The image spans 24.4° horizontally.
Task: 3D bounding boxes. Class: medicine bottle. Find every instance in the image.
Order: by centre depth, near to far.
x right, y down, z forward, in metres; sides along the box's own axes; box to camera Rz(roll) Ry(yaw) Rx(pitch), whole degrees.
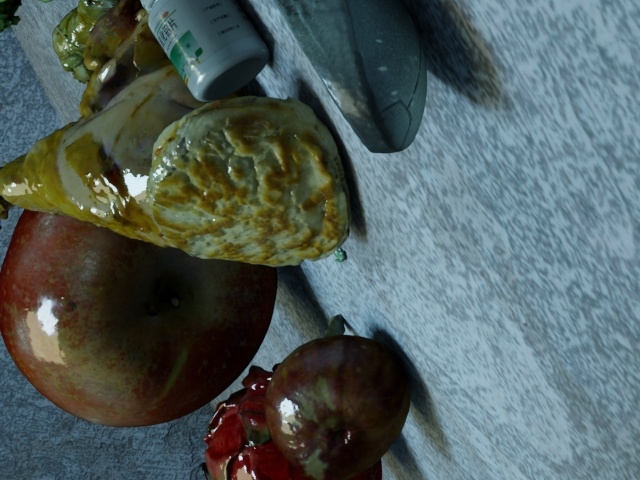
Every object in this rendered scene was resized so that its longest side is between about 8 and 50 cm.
[{"bbox_3d":[-0.111,-0.197,1.325,0.130,0.080,0.080,56,168,12],"label":"medicine bottle"}]

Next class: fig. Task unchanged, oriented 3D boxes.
[{"bbox_3d":[0.030,0.162,1.574,0.143,0.160,0.231,32,-163,10],"label":"fig"}]

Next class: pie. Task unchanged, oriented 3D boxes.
[{"bbox_3d":[-0.063,-0.050,1.328,0.205,0.178,0.084,75,-169,-55],"label":"pie"}]

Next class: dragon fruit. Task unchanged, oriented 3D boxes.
[{"bbox_3d":[-0.031,0.286,1.782,0.234,0.233,0.293,174,98,-78],"label":"dragon fruit"}]

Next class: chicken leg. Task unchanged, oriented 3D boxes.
[{"bbox_3d":[-0.218,-0.118,1.556,0.182,0.409,0.295,11,-108,-53],"label":"chicken leg"},{"bbox_3d":[-0.290,-0.266,1.881,0.228,0.103,0.088,111,143,-71],"label":"chicken leg"}]

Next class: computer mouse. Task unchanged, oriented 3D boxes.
[{"bbox_3d":[0.017,-0.145,0.951,0.113,0.068,0.229,52,-172,-47],"label":"computer mouse"}]

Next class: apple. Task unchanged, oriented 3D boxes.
[{"bbox_3d":[-0.222,0.054,1.776,0.277,0.348,0.348,10,132,57],"label":"apple"}]

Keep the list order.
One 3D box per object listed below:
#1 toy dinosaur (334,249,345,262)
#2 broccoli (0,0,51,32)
[{"bbox_3d":[0.000,0.000,1.514,0.062,0.021,0.083,46,167,-1],"label":"toy dinosaur"},{"bbox_3d":[-0.401,-0.368,1.775,0.275,0.308,0.308,30,161,13],"label":"broccoli"}]
